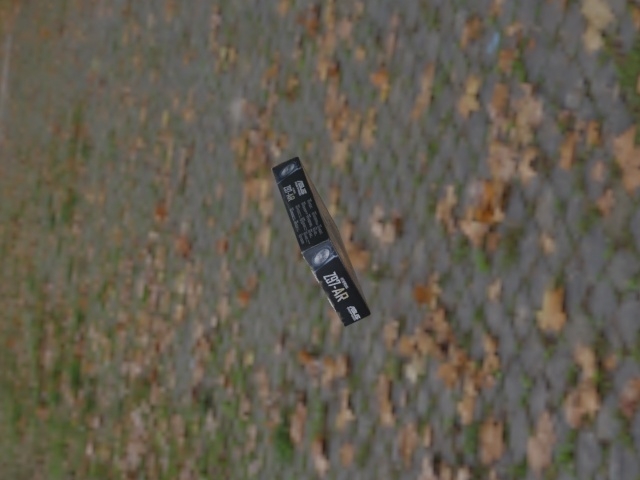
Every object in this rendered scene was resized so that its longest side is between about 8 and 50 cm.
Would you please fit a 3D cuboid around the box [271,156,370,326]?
[{"bbox_3d":[0.000,0.000,0.839,0.067,0.018,0.083,61,-174,-40],"label":"box"}]
